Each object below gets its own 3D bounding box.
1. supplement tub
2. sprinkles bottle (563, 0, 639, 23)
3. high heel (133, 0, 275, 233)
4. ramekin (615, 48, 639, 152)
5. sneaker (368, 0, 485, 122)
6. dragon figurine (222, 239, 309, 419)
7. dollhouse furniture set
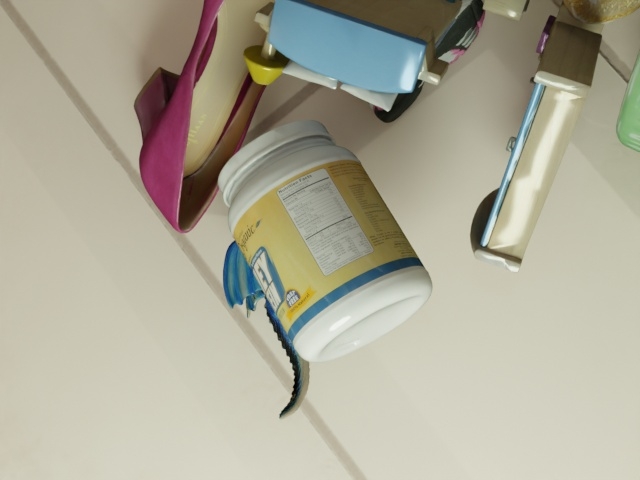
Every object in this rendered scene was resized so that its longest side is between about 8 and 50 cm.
[{"bbox_3d":[0.000,0.000,0.936,0.144,0.144,0.199,-32,72,4],"label":"supplement tub"},{"bbox_3d":[0.210,-0.366,0.989,0.121,0.121,0.355,-31,54,4],"label":"sprinkles bottle"},{"bbox_3d":[-0.069,-0.177,0.995,0.377,0.127,0.181,-49,49,39],"label":"high heel"},{"bbox_3d":[0.391,-0.197,0.907,0.148,0.303,0.303,21,85,16],"label":"ramekin"},{"bbox_3d":[0.102,-0.220,1.078,0.178,0.072,0.077,-44,66,-5],"label":"sneaker"},{"bbox_3d":[-0.053,0.042,1.052,0.144,0.085,0.289,8,78,13],"label":"dragon figurine"},{"bbox_3d":[0.100,-0.155,0.976,0.303,0.286,0.198,20,124,8],"label":"dollhouse furniture set"}]
